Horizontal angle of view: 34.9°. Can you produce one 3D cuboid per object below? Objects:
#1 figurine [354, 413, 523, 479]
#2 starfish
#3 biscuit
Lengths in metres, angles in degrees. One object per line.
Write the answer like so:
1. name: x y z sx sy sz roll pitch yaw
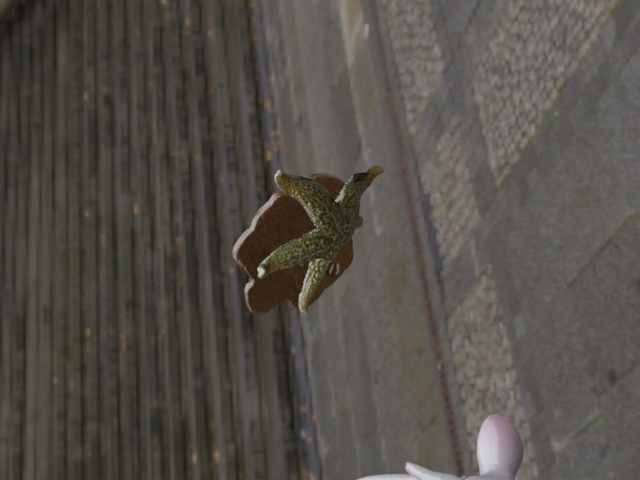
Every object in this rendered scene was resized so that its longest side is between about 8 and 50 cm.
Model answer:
1. figurine: 0.121 0.277 0.694 0.284 0.315 0.206 -51 -10 13
2. starfish: 0.000 0.000 1.129 0.053 0.208 0.176 29 119 33
3. biscuit: -0.042 0.011 1.842 0.290 0.208 0.041 -53 27 2
